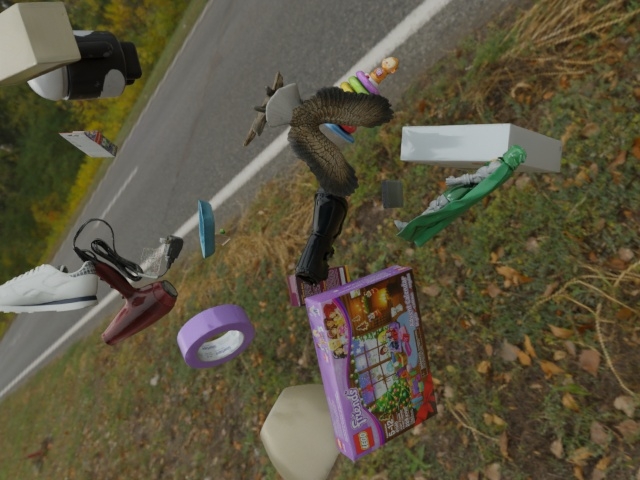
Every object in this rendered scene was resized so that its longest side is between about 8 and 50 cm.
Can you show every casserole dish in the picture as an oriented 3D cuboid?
[{"bbox_3d":[-0.328,-0.033,1.562,0.188,0.037,0.114,101,157,-44],"label":"casserole dish"}]

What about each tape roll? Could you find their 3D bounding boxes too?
[{"bbox_3d":[-0.387,0.360,2.013,0.274,0.275,0.090,-53,53,26],"label":"tape roll"}]

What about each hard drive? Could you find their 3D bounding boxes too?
[{"bbox_3d":[0.245,-0.157,1.834,0.022,0.135,0.094,-2,93,31],"label":"hard drive"}]

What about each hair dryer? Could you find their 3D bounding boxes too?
[{"bbox_3d":[-0.428,0.099,1.192,0.080,0.224,0.293,-116,37,-72],"label":"hair dryer"}]

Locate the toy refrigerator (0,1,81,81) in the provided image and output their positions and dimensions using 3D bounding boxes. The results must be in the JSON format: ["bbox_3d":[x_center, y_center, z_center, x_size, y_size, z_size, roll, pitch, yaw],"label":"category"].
[{"bbox_3d":[-0.569,-0.365,1.025,0.270,0.094,0.102,0,110,40],"label":"toy refrigerator"}]

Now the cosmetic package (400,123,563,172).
[{"bbox_3d":[0.434,-0.238,1.427,0.285,0.377,0.097,6,95,41],"label":"cosmetic package"}]

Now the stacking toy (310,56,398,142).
[{"bbox_3d":[0.131,-0.478,1.740,0.302,0.166,0.175,-40,59,18],"label":"stacking toy"}]

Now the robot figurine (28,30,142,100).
[{"bbox_3d":[-0.612,-0.453,1.386,0.173,0.278,0.209,53,139,25],"label":"robot figurine"}]

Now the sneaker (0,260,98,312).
[{"bbox_3d":[-0.558,0.095,1.062,0.090,0.235,0.094,172,93,-84],"label":"sneaker"}]

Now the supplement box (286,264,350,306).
[{"bbox_3d":[-0.003,0.146,1.732,0.081,0.188,0.104,162,99,-67],"label":"supplement box"}]

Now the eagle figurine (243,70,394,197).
[{"bbox_3d":[0.002,-0.265,1.252,0.225,0.299,0.226,-64,3,-33],"label":"eagle figurine"}]

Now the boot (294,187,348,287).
[{"bbox_3d":[0.000,0.000,1.460,0.246,0.094,0.207,88,-159,-64],"label":"boot"}]

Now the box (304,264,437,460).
[{"bbox_3d":[0.098,0.212,0.965,0.057,0.201,0.293,7,111,60],"label":"box"}]

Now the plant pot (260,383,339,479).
[{"bbox_3d":[-0.039,0.478,1.369,0.284,0.191,0.284,-60,-8,-14],"label":"plant pot"}]

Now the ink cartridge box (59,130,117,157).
[{"bbox_3d":[-0.498,-0.215,1.164,0.115,0.063,0.029,54,-140,-68],"label":"ink cartridge box"}]

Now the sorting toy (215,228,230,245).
[{"bbox_3d":[-0.341,-0.013,1.851,0.083,0.062,0.012,-36,44,41],"label":"sorting toy"}]

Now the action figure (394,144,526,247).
[{"bbox_3d":[0.233,-0.077,0.887,0.232,0.137,0.063,-35,76,19],"label":"action figure"}]
